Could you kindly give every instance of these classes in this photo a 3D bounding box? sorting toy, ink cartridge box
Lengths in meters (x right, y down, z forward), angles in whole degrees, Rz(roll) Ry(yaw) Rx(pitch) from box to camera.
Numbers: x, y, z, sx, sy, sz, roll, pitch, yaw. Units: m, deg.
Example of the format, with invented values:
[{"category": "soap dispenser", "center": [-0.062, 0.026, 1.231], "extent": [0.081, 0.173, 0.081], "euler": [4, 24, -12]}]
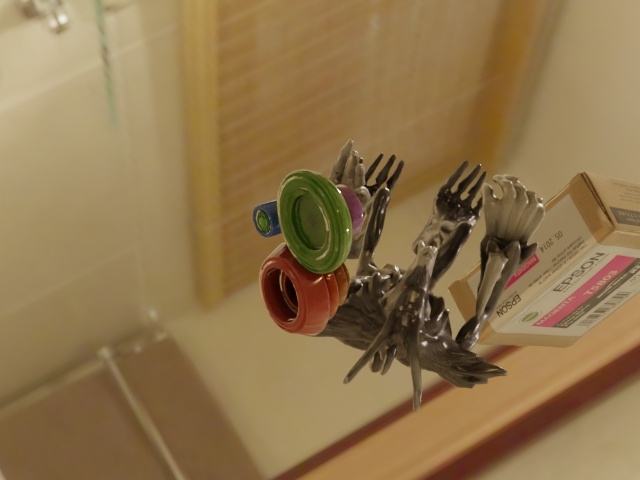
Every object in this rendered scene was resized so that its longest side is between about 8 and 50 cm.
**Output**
[{"category": "sorting toy", "center": [0.000, 0.000, 0.787], "extent": [0.061, 0.042, 0.102], "euler": [51, -39, 27]}, {"category": "ink cartridge box", "center": [0.299, 0.029, 1.871], "extent": [0.234, 0.193, 0.088], "euler": [-44, -121, 33]}]

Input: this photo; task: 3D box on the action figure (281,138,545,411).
[{"category": "action figure", "center": [0.059, 0.005, 1.096], "extent": [0.276, 0.164, 0.141], "euler": [-82, -173, -69]}]
